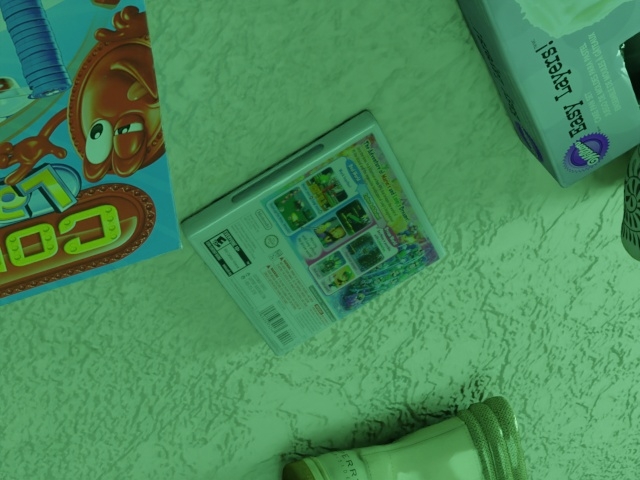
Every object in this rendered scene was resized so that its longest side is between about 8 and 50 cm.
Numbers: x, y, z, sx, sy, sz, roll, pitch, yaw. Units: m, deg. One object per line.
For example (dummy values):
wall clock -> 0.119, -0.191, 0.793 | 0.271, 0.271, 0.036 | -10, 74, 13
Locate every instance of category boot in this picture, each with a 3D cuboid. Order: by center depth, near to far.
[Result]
boot -> 0.077, 0.247, 1.198 | 0.203, 0.095, 0.262 | -19, 134, -15

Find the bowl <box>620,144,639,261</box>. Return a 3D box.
bowl -> 0.277, -0.059, 0.979 | 0.170, 0.170, 0.080 | -29, 113, -2

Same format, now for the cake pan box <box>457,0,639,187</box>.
cake pan box -> 0.206, -0.178, 0.863 | 0.246, 0.070, 0.267 | -30, 140, 3

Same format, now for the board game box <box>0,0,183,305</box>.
board game box -> -0.237, -0.081, 0.683 | 0.308, 0.086, 0.302 | -18, 138, -14

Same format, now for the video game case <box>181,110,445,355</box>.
video game case -> 0.000, 0.000, 0.957 | 0.143, 0.019, 0.157 | -32, 139, 1
